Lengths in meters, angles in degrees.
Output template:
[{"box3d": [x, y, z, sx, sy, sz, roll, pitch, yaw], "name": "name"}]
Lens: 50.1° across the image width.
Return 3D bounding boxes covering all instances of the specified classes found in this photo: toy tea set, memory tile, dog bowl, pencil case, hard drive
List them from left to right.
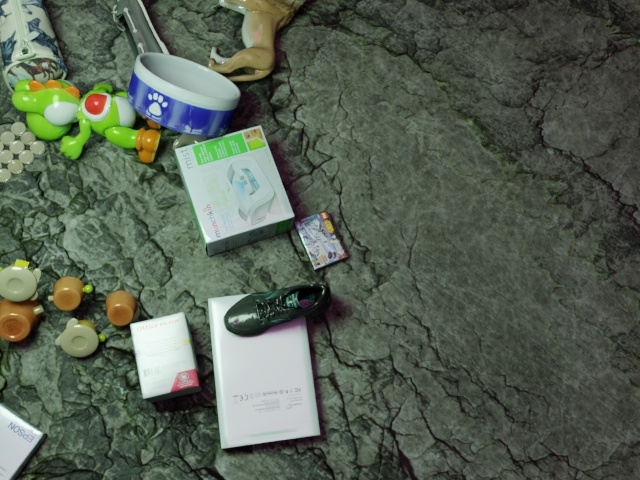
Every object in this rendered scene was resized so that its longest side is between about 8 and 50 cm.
[{"box3d": [-0.794, -0.226, 1.759, 0.113, 0.012, 0.148, 42, 73, 7], "name": "memory tile"}, {"box3d": [-0.785, -0.588, 1.783, 0.159, 0.183, 0.411, -13, 73, -28], "name": "pencil case"}, {"box3d": [-0.602, 0.157, 1.613, 0.335, 0.124, 0.200, 18, 106, -19], "name": "toy tea set"}, {"box3d": [-0.337, -0.362, 1.695, 0.264, 0.265, 0.104, 25, 114, 2], "name": "dog bowl"}, {"box3d": [-0.139, 0.303, 1.648, 0.232, 0.047, 0.353, -6, 74, -8], "name": "hard drive"}]

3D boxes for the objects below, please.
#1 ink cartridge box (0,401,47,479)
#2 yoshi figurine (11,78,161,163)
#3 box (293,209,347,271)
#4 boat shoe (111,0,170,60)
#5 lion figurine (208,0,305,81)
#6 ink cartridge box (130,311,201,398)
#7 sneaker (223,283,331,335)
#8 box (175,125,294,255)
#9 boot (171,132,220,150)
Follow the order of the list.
[{"box3d": [-0.773, 0.468, 1.528, 0.223, 0.045, 0.224, 32, 73, 4], "name": "ink cartridge box"}, {"box3d": [-0.593, -0.309, 1.753, 0.362, 0.204, 0.203, 13, 112, -16], "name": "yoshi figurine"}, {"box3d": [0.000, 0.000, 1.766, 0.093, 0.027, 0.137, -21, 76, -11], "name": "box"}, {"box3d": [-0.503, -0.564, 1.845, 0.095, 0.112, 0.335, -28, 81, -18], "name": "boat shoe"}, {"box3d": [-0.172, -0.573, 1.887, 0.240, 0.142, 0.393, 10, 86, -11], "name": "lion figurine"}, {"box3d": [-0.357, 0.272, 1.590, 0.128, 0.127, 0.176, -11, 75, -9], "name": "ink cartridge box"}, {"box3d": [-0.102, 0.151, 1.620, 0.267, 0.106, 0.101, -17, 76, -10], "name": "sneaker"}, {"box3d": [-0.220, -0.125, 1.733, 0.231, 0.127, 0.262, -17, 76, -13], "name": "box"}, {"box3d": [-0.323, -0.260, 1.806, 0.087, 0.042, 0.118, 37, 73, 3], "name": "boot"}]
